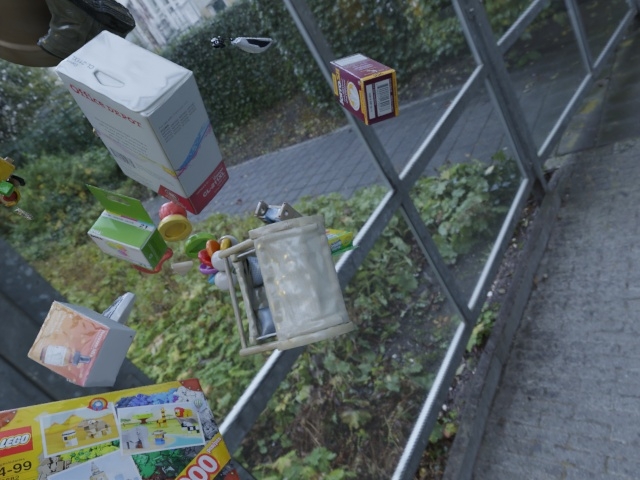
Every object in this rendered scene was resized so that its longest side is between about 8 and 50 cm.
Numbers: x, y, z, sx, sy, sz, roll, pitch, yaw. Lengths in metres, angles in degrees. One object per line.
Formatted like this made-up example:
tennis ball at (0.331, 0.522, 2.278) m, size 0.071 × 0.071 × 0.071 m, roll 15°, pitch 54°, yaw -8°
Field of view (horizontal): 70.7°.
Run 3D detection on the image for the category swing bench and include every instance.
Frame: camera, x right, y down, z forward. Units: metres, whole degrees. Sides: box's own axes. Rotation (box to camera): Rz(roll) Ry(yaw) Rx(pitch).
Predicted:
swing bench at (-0.085, 0.106, 0.998) m, size 0.165 × 0.253 × 0.254 m, roll -9°, pitch -11°, yaw -35°

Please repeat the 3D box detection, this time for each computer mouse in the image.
computer mouse at (-0.236, -0.601, 1.389) m, size 0.192 × 0.042 × 0.106 m, roll -10°, pitch 21°, yaw -25°

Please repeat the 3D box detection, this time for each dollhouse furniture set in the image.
dollhouse furniture set at (-0.169, -0.034, 1.635) m, size 0.129 × 0.129 × 0.184 m, roll 7°, pitch 69°, yaw 36°

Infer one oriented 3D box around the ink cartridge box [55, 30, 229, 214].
ink cartridge box at (-0.189, -0.125, 0.512) m, size 0.127 × 0.175 × 0.072 m, roll 29°, pitch 66°, yaw 16°

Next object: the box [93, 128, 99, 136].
box at (-0.633, -0.370, 1.351) m, size 0.081 × 0.028 × 0.136 m, roll -8°, pitch 58°, yaw -11°

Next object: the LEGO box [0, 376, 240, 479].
LEGO box at (-0.496, 0.568, 1.082) m, size 0.372 × 0.500 × 0.193 m, roll 47°, pitch 125°, yaw 42°

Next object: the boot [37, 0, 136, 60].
boot at (-0.495, -0.418, 0.855) m, size 0.161 × 0.246 × 0.083 m, roll -34°, pitch 62°, yaw 25°

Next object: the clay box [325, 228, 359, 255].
clay box at (0.000, 0.000, 1.397) m, size 0.222 × 0.053 × 0.127 m, roll 6°, pitch 17°, yaw 40°

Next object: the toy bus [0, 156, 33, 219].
toy bus at (-0.814, -0.164, 1.125) m, size 0.202 × 0.190 × 0.104 m, roll 112°, pitch 178°, yaw -66°

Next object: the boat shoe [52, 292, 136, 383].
boat shoe at (-0.666, 0.268, 1.336) m, size 0.301 × 0.102 × 0.108 m, roll -64°, pitch 3°, yaw -32°

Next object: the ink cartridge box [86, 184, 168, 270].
ink cartridge box at (-0.593, -0.034, 1.343) m, size 0.188 × 0.255 × 0.097 m, roll 17°, pitch 60°, yaw 12°

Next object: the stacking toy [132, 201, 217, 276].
stacking toy at (-0.574, -0.003, 1.763) m, size 0.309 × 0.279 × 0.130 m, roll -38°, pitch 55°, yaw 19°

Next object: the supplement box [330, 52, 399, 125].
supplement box at (0.098, -0.350, 1.035) m, size 0.080 × 0.104 × 0.188 m, roll -20°, pitch 37°, yaw -11°

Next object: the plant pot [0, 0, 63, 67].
plant pot at (-0.605, -0.561, 0.891) m, size 0.323 × 0.323 × 0.280 m, roll -41°, pitch 1°, yaw -15°

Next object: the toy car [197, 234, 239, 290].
toy car at (-0.347, 0.077, 1.533) m, size 0.136 × 0.182 × 0.159 m, roll -1°, pitch 28°, yaw 1°

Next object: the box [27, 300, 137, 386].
box at (-0.516, 0.224, 0.981) m, size 0.170 × 0.091 × 0.130 m, roll 17°, pitch 79°, yaw 20°
